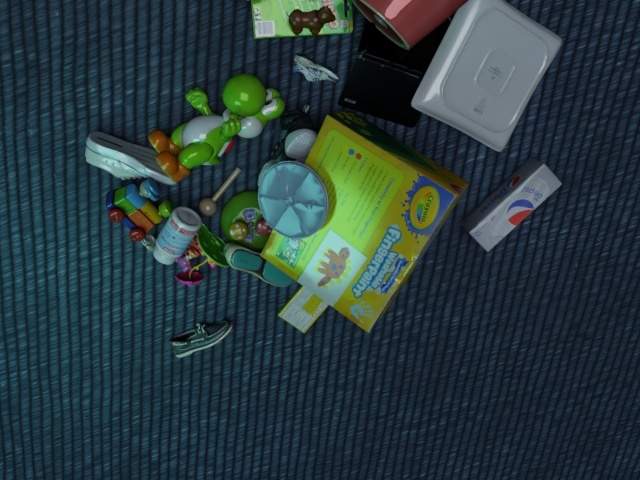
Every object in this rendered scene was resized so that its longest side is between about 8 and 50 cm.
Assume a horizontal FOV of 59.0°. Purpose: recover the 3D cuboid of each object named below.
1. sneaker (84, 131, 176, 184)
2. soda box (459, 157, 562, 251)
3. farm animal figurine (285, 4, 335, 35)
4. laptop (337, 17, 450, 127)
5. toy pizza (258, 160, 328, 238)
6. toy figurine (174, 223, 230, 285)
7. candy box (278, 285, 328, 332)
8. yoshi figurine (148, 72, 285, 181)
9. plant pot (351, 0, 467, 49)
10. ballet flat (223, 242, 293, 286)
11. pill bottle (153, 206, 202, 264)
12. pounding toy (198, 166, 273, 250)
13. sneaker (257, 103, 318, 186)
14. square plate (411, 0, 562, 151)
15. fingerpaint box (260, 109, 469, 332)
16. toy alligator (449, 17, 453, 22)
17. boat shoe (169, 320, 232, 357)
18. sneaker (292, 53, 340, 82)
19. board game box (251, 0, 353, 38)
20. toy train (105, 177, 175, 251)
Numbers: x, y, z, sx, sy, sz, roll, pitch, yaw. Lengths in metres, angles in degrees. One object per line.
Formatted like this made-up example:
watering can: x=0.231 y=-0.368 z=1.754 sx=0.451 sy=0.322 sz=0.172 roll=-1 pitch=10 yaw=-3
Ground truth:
sneaker: x=-0.513 y=-0.208 z=1.543 sx=0.258 sy=0.094 sz=0.091 roll=24 pitch=129 yaw=-12
soda box: x=0.552 y=-0.106 z=1.654 sx=0.091 sy=0.098 sz=0.286 roll=42 pitch=100 yaw=-17
farm animal figurine: x=-0.030 y=-0.681 z=1.344 sx=0.326 sy=0.172 sz=0.330 roll=27 pitch=93 yaw=-6
laptop: x=0.200 y=-0.479 z=1.538 sx=0.234 sy=0.136 sz=0.265 roll=15 pitch=82 yaw=-10
toy pizza: x=-0.068 y=-0.103 z=1.432 sx=0.201 sy=0.032 sz=0.201 roll=8 pitch=108 yaw=24
toy figurine: x=-0.366 y=0.054 z=1.635 sx=0.159 sy=0.130 sz=0.173 roll=-41 pitch=86 yaw=19
candy box: x=-0.028 y=0.181 z=1.741 sx=0.105 sy=0.027 sz=0.206 roll=38 pitch=102 yaw=-13
yoshi figurine: x=-0.272 y=-0.316 z=1.463 sx=0.362 sy=0.203 sz=0.204 roll=-30 pitch=100 yaw=-2
plant pot: x=0.215 y=-0.605 z=1.318 sx=0.275 sy=0.275 sz=0.243 roll=37 pitch=103 yaw=-16
ballet flat: x=-0.183 y=0.068 z=1.653 sx=0.248 sy=0.086 sz=0.086 roll=29 pitch=106 yaw=-41
pill bottle: x=-0.398 y=-0.010 z=1.555 sx=0.087 sy=0.087 sz=0.160 roll=30 pitch=120 yaw=-14
pounding toy: x=-0.214 y=-0.060 z=1.597 sx=0.183 sy=0.110 sz=0.237 roll=-42 pitch=108 yaw=9
sneaker: x=-0.089 y=-0.253 z=1.549 sx=0.101 sy=0.153 sz=0.268 roll=16 pitch=143 yaw=-27
square plate: x=0.457 y=-0.447 z=1.507 sx=0.347 sy=0.049 sz=0.344 roll=19 pitch=105 yaw=-27
fingerpaint box: x=0.104 y=-0.051 z=1.477 sx=0.371 sy=0.163 sz=0.445 roll=34 pitch=118 yaw=13
toy alligator: x=0.292 y=-0.620 z=1.479 sx=0.051 sy=0.056 sz=0.190 roll=-23 pitch=115 yaw=46
boat shoe: x=-0.368 y=0.290 z=1.725 sx=0.206 sy=0.075 sz=0.065 roll=-26 pitch=112 yaw=9
sneaker: x=-0.014 y=-0.449 z=1.517 sx=0.135 sy=0.052 sz=0.058 roll=24 pitch=116 yaw=-5
board game box: x=-0.047 y=-0.595 z=1.465 sx=0.259 sy=0.039 sz=0.124 roll=-4 pitch=108 yaw=-1
toy train: x=-0.464 y=-0.063 z=1.572 sx=0.143 sy=0.105 sz=0.248 roll=-25 pitch=135 yaw=11
